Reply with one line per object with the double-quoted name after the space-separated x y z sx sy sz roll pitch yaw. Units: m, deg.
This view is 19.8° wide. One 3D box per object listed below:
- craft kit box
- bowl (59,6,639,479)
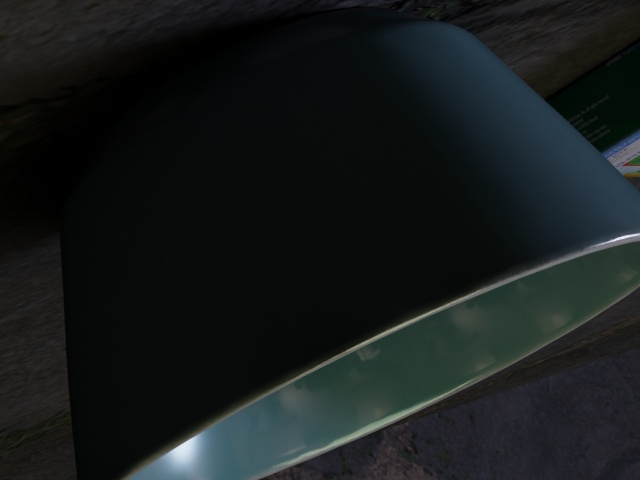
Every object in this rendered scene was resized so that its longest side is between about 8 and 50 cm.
0.293 -0.121 1.209 0.250 0.061 0.246 -33 163 32 "craft kit box"
0.000 0.000 0.886 0.311 0.163 0.311 -23 168 -5 "bowl"
